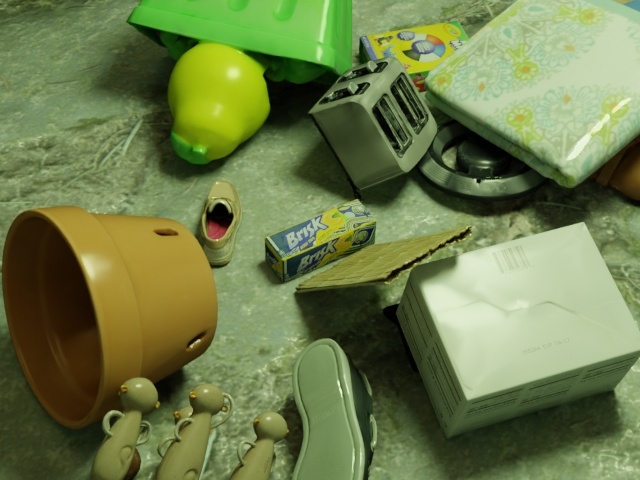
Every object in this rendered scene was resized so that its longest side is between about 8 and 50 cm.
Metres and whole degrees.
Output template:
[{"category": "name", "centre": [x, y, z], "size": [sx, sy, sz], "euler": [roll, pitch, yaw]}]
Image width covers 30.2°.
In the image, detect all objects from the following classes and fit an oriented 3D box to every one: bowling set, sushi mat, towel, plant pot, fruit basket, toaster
[{"category": "bowling set", "centre": [-0.203, 0.240, 1.480], "size": [0.199, 0.287, 0.154], "euler": [9, 72, 43]}, {"category": "sushi mat", "centre": [0.081, 0.031, 1.660], "size": [0.151, 0.316, 0.019], "euler": [-27, 96, -23]}, {"category": "towel", "centre": [0.392, -0.267, 1.943], "size": [0.320, 0.090, 0.374], "euler": [-41, 47, -11]}, {"category": "plant pot", "centre": [-0.275, 0.086, 1.597], "size": [0.203, 0.291, 0.291], "euler": [-12, 45, -37]}, {"category": "fruit basket", "centre": [-0.140, -0.295, 2.011], "size": [0.391, 0.283, 0.392], "euler": [-1, 87, 12]}, {"category": "toaster", "centre": [0.088, -0.182, 1.907], "size": [0.110, 0.186, 0.168], "euler": [-18, 23, 38]}]

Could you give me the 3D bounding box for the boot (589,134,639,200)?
[{"category": "boot", "centre": [0.548, -0.199, 1.944], "size": [0.220, 0.109, 0.284], "euler": [17, 82, 23]}]

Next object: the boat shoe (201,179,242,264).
[{"category": "boat shoe", "centre": [-0.154, -0.040, 1.848], "size": [0.063, 0.059, 0.170], "euler": [0, 46, -2]}]

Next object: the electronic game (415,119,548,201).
[{"category": "electronic game", "centre": [0.269, -0.136, 1.957], "size": [0.229, 0.048, 0.229], "euler": [0, 38, 0]}]

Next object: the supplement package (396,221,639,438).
[{"category": "supplement package", "centre": [0.265, 0.121, 1.615], "size": [0.261, 0.145, 0.204], "euler": [-14, 62, -15]}]

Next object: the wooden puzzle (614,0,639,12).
[{"category": "wooden puzzle", "centre": [0.547, -0.425, 2.163], "size": [0.347, 0.081, 0.322], "euler": [17, 37, 22]}]

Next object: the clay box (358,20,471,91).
[{"category": "clay box", "centre": [0.193, -0.331, 2.139], "size": [0.222, 0.053, 0.127], "euler": [-12, 48, -12]}]

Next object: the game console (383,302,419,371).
[{"category": "game console", "centre": [0.167, 0.129, 1.727], "size": [0.122, 0.071, 0.107], "euler": [-14, 18, -15]}]

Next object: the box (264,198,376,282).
[{"category": "box", "centre": [0.000, 0.000, 1.817], "size": [0.168, 0.054, 0.059], "euler": [-24, 51, -21]}]

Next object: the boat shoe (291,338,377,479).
[{"category": "boat shoe", "centre": [0.028, 0.267, 1.530], "size": [0.114, 0.091, 0.303], "euler": [-23, 44, 27]}]
